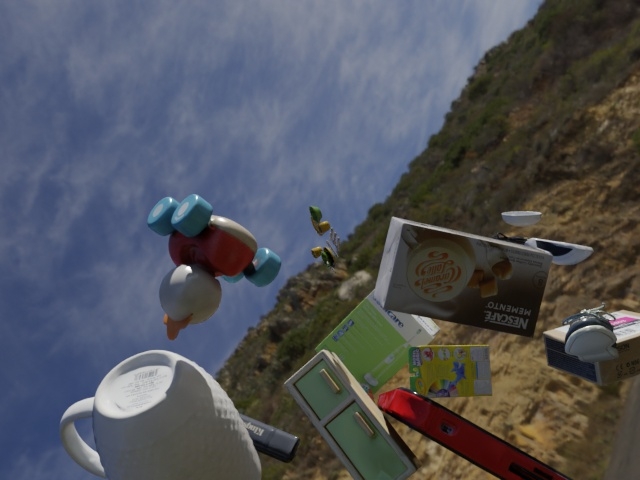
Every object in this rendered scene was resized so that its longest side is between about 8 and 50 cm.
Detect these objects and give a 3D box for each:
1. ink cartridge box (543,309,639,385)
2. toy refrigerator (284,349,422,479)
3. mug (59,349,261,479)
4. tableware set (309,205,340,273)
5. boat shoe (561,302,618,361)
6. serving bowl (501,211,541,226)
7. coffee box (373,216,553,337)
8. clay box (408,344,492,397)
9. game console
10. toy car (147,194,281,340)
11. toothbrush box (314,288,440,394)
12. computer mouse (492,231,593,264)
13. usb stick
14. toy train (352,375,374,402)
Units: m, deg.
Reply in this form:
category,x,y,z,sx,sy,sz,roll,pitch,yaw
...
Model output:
category,x,y,z,sx,sy,sz,roll,pitch,yaw
ink cartridge box,0.653,0.233,1.429,0.234,0.193,0.088,-13,-84,-15
toy refrigerator,0.058,0.339,1.183,0.102,0.269,0.094,-41,-21,4
mug,-0.340,0.395,1.272,0.276,0.374,0.328,-76,-25,-53
tableware set,0.000,0.000,1.264,0.024,0.104,0.154,-27,-24,-16
boat shoe,0.506,0.170,1.194,0.254,0.095,0.079,28,-129,-51
serving bowl,0.437,-0.046,1.394,0.083,0.083,0.027,-14,-76,-59
coffee box,0.225,0.058,1.032,0.098,0.246,0.141,-125,48,-81
clay box,0.315,0.326,1.597,0.053,0.222,0.127,143,128,-70
game console,0.287,0.376,1.148,0.060,0.386,0.342,-60,-7,-10
toy car,-0.239,0.072,1.200,0.219,0.210,0.238,40,-113,-32
toothbrush box,0.160,0.280,1.807,0.283,0.206,0.122,-48,-12,19
computer mouse,0.431,0.019,1.236,0.106,0.193,0.042,9,-87,-30
usb stick,-0.186,0.511,1.705,0.045,0.278,0.077,88,-154,-47
toy train,0.081,0.437,1.682,0.166,0.125,0.046,-56,10,-33
